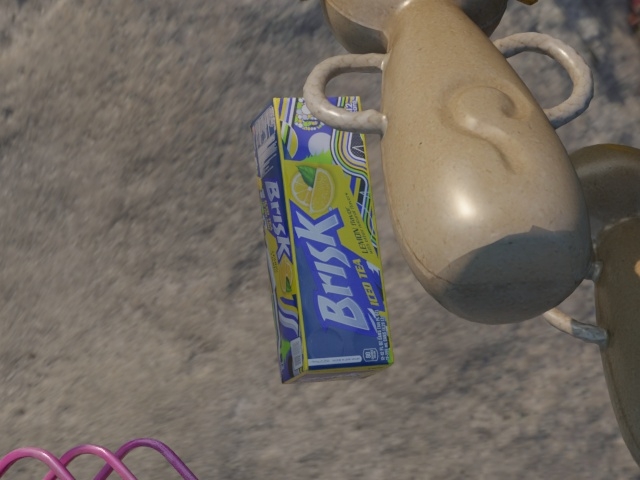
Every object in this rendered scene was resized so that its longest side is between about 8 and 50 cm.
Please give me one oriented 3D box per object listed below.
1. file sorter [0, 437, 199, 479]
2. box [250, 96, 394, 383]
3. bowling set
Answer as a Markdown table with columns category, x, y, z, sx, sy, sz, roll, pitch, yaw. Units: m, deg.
| category | x | y | z | sx | sy | sz | roll | pitch | yaw |
| --- | --- | --- | --- | --- | --- | --- | --- | --- | --- |
| file sorter | -0.186 | 0.248 | 0.913 | 0.182 | 0.290 | 0.202 | 43 | 105 | 22 |
| box | 0.000 | 0.000 | 0.887 | 0.059 | 0.054 | 0.169 | -3 | 77 | -19 |
| bowling set | 0.131 | -0.005 | 0.426 | 0.287 | 0.200 | 0.154 | -4 | 45 | -10 |
